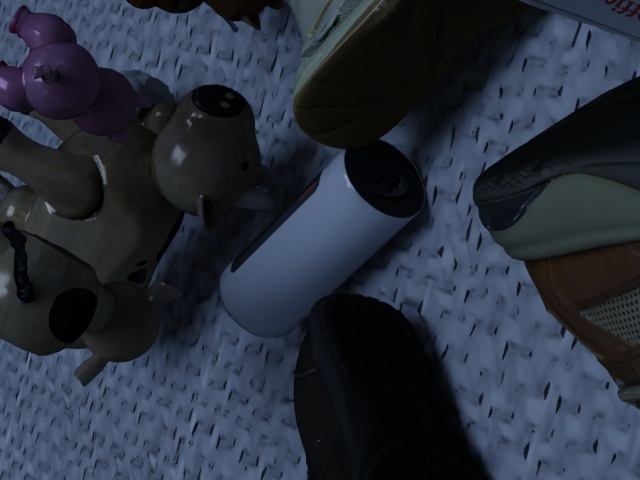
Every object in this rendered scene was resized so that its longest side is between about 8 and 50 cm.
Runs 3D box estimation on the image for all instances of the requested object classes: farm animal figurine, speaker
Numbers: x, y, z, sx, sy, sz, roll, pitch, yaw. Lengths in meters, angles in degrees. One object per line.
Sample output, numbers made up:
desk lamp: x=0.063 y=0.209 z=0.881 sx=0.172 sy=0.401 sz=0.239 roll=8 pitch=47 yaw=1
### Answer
farm animal figurine: x=-0.125 y=-0.026 z=1.018 sx=0.330 sy=0.172 sz=0.327 roll=-62 pitch=6 yaw=-35
speaker: x=0.000 y=0.000 z=0.957 sx=0.136 sy=0.055 sz=0.055 roll=-44 pitch=44 yaw=42

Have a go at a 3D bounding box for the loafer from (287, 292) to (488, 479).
loafer: x=0.034 y=0.127 z=0.847 sx=0.220 sy=0.080 sz=0.078 roll=-103 pitch=30 yaw=-44

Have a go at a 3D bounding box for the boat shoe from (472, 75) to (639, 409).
boat shoe: x=0.167 y=-0.003 z=0.481 sx=0.120 sy=0.122 sz=0.324 roll=63 pitch=160 yaw=-7

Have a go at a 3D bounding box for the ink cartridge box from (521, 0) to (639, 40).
ink cartridge box: x=0.143 y=-0.163 z=0.747 sx=0.135 sy=0.099 sz=0.056 roll=-49 pitch=41 yaw=36

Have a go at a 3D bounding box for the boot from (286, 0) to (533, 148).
boot: x=0.056 y=-0.168 z=0.910 sx=0.213 sy=0.077 sz=0.165 roll=-43 pitch=33 yaw=25
